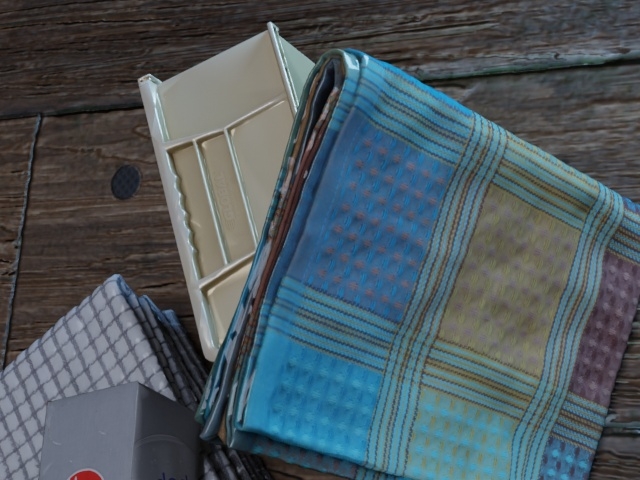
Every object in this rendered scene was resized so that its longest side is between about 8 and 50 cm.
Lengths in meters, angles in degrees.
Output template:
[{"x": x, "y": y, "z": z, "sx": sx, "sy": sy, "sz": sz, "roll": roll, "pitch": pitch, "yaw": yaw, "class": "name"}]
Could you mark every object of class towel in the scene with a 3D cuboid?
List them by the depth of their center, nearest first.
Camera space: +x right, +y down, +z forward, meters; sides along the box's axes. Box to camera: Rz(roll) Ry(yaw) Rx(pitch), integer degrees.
[{"x": 0.101, "y": 0.050, "z": 1.001, "sx": 0.040, "sy": 0.370, "sz": 0.271, "roll": 11, "pitch": 81, "yaw": 51, "class": "towel"}, {"x": -0.180, "y": 0.209, "z": 1.261, "sx": 0.235, "sy": 0.121, "sz": 0.284, "roll": -40, "pitch": 62, "yaw": 16, "class": "towel"}]

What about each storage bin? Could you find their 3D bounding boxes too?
[{"x": 0.000, "y": 0.000, "z": 1.132, "sx": 0.123, "sy": 0.262, "sz": 0.260, "roll": -24, "pitch": 65, "yaw": 19, "class": "storage bin"}]

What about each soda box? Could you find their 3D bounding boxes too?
[{"x": -0.160, "y": 0.260, "z": 1.078, "sx": 0.098, "sy": 0.091, "sz": 0.286, "roll": -15, "pitch": 58, "yaw": 27, "class": "soda box"}]
